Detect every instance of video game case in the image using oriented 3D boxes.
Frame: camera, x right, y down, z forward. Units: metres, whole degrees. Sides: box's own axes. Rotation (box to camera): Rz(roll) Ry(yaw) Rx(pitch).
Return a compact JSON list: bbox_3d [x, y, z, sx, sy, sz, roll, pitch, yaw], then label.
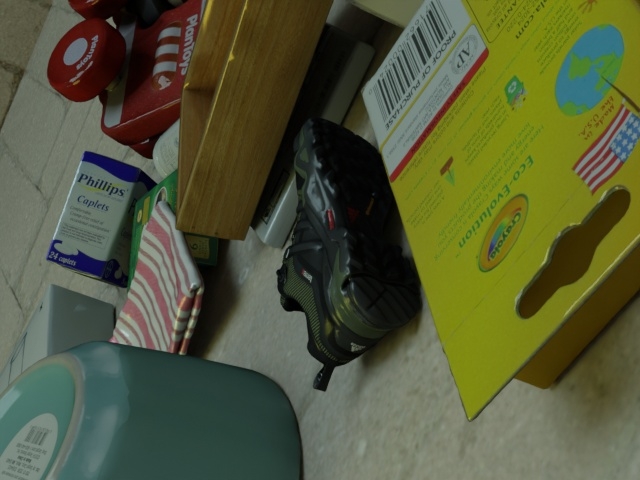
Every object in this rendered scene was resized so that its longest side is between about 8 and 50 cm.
[{"bbox_3d":[-0.029,-0.112,1.089,0.201,0.023,0.183,-65,25,11],"label":"video game case"}]

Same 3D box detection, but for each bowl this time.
[{"bbox_3d":[-0.181,0.202,0.894,0.311,0.163,0.312,-35,33,27],"label":"bowl"}]

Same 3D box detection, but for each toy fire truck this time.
[{"bbox_3d":[-0.166,-0.254,1.353,0.254,0.169,0.302,-17,53,30],"label":"toy fire truck"}]

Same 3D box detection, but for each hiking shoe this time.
[{"bbox_3d":[0.000,0.000,0.865,0.114,0.086,0.227,-48,33,31],"label":"hiking shoe"}]

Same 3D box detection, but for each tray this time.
[{"bbox_3d":[-0.045,-0.214,0.977,0.203,0.076,0.411,-94,21,-44],"label":"tray"}]

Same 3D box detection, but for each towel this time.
[{"bbox_3d":[-0.167,0.078,1.138,0.144,0.029,0.197,57,135,48],"label":"towel"}]

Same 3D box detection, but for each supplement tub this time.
[{"bbox_3d":[-0.129,-0.107,1.228,0.107,0.071,0.071,-31,44,53],"label":"supplement tub"}]

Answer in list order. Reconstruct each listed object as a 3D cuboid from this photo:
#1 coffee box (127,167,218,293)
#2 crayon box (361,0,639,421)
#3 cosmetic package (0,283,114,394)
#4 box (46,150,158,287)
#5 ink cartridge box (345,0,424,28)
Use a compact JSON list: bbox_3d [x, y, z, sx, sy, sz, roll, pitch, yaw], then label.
[{"bbox_3d":[-0.158,-0.009,1.218,0.184,0.040,0.113,-28,56,59],"label":"coffee box"},{"bbox_3d":[0.130,-0.062,0.659,0.202,0.081,0.318,-54,28,29],"label":"crayon box"},{"bbox_3d":[-0.363,0.284,1.364,0.377,0.097,0.284,-56,25,24],"label":"cosmetic package"},{"bbox_3d":[-0.253,-0.022,1.347,0.126,0.072,0.137,64,-137,-82],"label":"box"},{"bbox_3d":[0.082,-0.302,0.934,0.158,0.092,0.218,-49,30,39],"label":"ink cartridge box"}]
